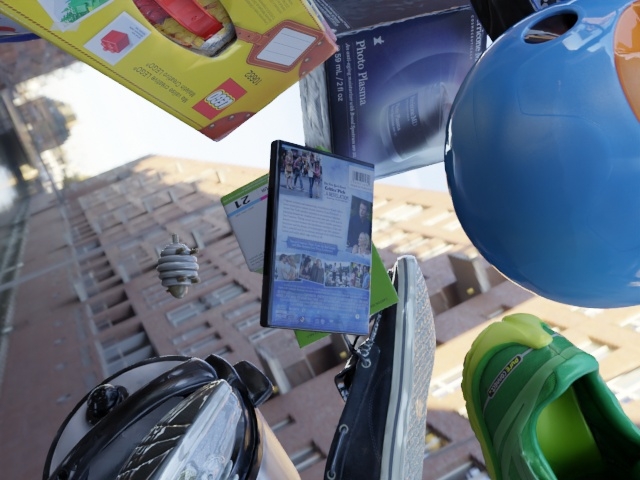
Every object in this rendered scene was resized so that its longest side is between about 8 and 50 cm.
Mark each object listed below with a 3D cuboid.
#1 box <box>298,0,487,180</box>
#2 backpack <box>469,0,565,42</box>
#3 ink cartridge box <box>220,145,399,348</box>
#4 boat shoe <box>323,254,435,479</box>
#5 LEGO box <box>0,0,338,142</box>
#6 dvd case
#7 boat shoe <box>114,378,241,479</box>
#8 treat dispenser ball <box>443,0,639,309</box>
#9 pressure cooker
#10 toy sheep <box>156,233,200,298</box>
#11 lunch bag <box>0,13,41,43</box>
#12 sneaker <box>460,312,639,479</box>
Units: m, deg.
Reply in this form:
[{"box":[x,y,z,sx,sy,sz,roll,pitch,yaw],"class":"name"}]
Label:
[{"box":[0.123,-0.282,1.383,0.183,0.293,0.296,-122,-160,-48],"class":"box"},{"box":[0.350,-0.289,0.960,0.277,0.263,0.213,59,-29,-8],"class":"backpack"},{"box":[-0.015,0.013,1.223,0.255,0.188,0.097,66,12,15],"class":"ink cartridge box"},{"box":[0.105,0.231,1.360,0.187,0.155,0.500,62,31,-46],"class":"boat shoe"},{"box":[-0.213,-0.342,0.727,0.373,0.193,0.500,56,9,15],"class":"LEGO box"},{"box":[0.000,0.000,1.090,0.022,0.180,0.253,-8,-104,51],"class":"dvd case"},{"box":[-0.162,0.291,0.808,0.103,0.320,0.118,42,-41,-20],"class":"boat shoe"},{"box":[0.259,-0.080,0.734,0.288,0.288,0.288,57,-17,29],"class":"treat dispenser ball"},{"box":[-0.244,0.401,1.292,0.370,0.375,0.421,-82,158,-43],"class":"pressure cooker"},{"box":[-0.283,0.051,1.568,0.091,0.091,0.132,126,-37,-73],"class":"toy sheep"},{"box":[-0.599,-0.424,1.169,0.385,0.327,0.239,-1,-93,35],"class":"lunch bag"},{"box":[0.192,0.198,0.587,0.296,0.109,0.123,66,-17,-16],"class":"sneaker"}]
